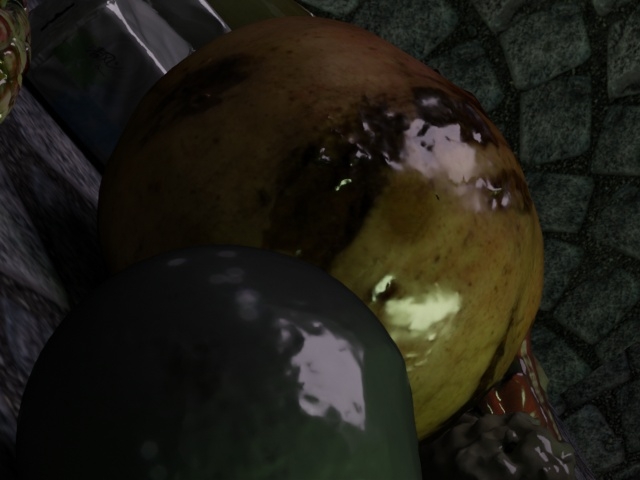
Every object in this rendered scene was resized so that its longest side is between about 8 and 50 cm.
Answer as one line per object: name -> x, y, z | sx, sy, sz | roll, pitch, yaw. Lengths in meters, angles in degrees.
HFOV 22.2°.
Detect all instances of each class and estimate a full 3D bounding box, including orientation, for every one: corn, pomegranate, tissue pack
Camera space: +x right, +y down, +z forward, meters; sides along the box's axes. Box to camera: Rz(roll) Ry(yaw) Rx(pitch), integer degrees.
corn -> -0.221, -0.125, 0.986 | 0.092, 0.092, 0.280 | 52, 3, -18
pomegranate -> 0.000, 0.000, 1.089 | 0.322, 0.322, 0.322 | 53, 7, -10
tissue pack -> -0.121, -0.119, 1.342 | 0.229, 0.145, 0.159 | 52, 7, -23

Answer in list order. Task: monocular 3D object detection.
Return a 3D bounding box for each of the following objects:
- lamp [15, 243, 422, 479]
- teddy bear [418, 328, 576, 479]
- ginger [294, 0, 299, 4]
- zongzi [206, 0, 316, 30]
lamp -> -0.031, 0.136, 0.770 | 0.314, 0.182, 0.182 | 74, -10, -47
teddy bear -> 0.154, 0.216, 1.354 | 0.367, 0.224, 0.357 | 53, 20, -29
ginger -> -0.086, -0.224, 1.962 | 0.418, 0.176, 0.254 | 55, -1, -44
zongzi -> -0.029, -0.152, 1.640 | 0.447, 0.181, 0.418 | 51, -8, -16
